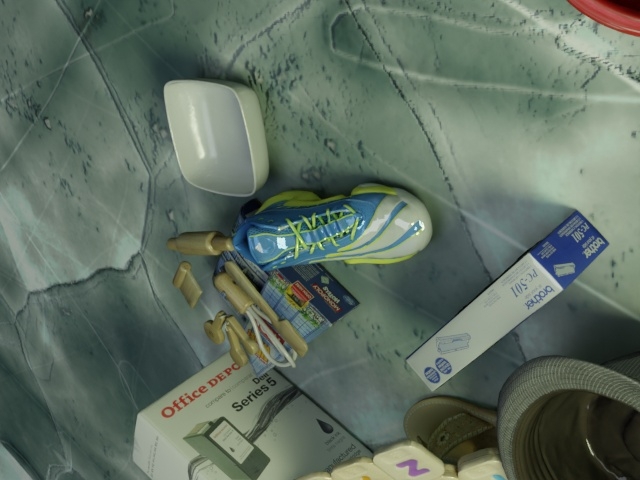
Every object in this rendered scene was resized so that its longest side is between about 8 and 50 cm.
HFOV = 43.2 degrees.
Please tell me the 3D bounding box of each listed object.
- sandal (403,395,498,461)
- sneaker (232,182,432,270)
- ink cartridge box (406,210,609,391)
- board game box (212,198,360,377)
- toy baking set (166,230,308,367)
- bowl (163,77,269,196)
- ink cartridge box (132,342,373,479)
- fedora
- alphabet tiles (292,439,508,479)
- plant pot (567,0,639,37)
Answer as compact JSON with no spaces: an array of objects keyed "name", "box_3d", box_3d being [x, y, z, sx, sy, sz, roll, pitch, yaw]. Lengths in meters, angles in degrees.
[{"name":"sandal","box_3d":[0.163,0.231,0.893,0.240,0.079,0.088,-7,108,46]},{"name":"sneaker","box_3d":[0.000,0.000,0.876,0.240,0.126,0.091,-1,113,45]},{"name":"ink cartridge box","box_3d":[0.172,0.062,0.768,0.046,0.097,0.207,49,138,11]},{"name":"board game box","box_3d":[-0.068,0.081,1.043,0.194,0.060,0.194,44,136,15]},{"name":"toy baking set","box_3d":[-0.105,0.072,1.008,0.256,0.030,0.196,-7,113,55]},{"name":"bowl","box_3d":[-0.117,-0.129,0.969,0.142,0.053,0.141,13,122,38]},{"name":"ink cartridge box","box_3d":[-0.089,0.295,1.086,0.273,0.198,0.114,36,134,23]},{"name":"fedora","box_3d":[0.283,0.182,0.711,0.244,0.124,0.275,31,140,31]},{"name":"alphabet tiles","box_3d":[0.114,0.306,0.905,0.284,0.021,0.278,-30,124,30]},{"name":"plant pot","box_3d":[0.236,-0.229,0.472,0.191,0.174,0.191,23,127,34]}]
